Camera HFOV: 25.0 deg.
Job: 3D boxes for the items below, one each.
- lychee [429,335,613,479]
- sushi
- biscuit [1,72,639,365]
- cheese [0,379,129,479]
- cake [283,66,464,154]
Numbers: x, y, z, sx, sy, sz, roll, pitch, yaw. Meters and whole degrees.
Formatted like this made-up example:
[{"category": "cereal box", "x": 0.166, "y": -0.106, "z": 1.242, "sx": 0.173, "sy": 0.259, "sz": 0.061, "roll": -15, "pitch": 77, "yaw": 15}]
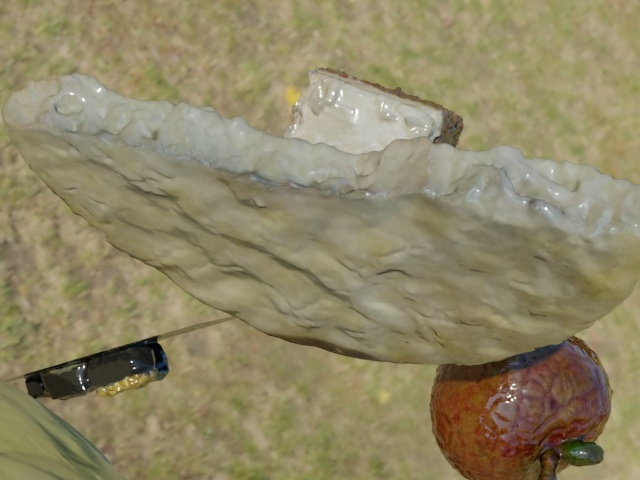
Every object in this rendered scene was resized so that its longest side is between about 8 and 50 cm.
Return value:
[{"category": "lychee", "x": 0.112, "y": 0.104, "z": 0.831, "sx": 0.114, "sy": 0.101, "sz": 0.140, "roll": 6, "pitch": 60, "yaw": -30}, {"category": "sushi", "x": -0.185, "y": 0.123, "z": 1.383, "sx": 0.192, "sy": 0.280, "sz": 0.043, "roll": -7, "pitch": 82, "yaw": -65}, {"category": "biscuit", "x": 0.004, "y": 0.002, "z": 0.564, "sx": 0.133, "sy": 0.250, "sz": 0.032, "roll": 77, "pitch": 28, "yaw": -53}, {"category": "cheese", "x": -0.221, "y": 0.195, "z": 1.010, "sx": 0.265, "sy": 0.124, "sz": 0.242, "roll": 33, "pitch": 5, "yaw": 38}, {"category": "cake", "x": 0.032, "y": -0.063, "z": 1.169, "sx": 0.135, "sy": 0.135, "sz": 0.147, "roll": 20, "pitch": 8, "yaw": 15}]
